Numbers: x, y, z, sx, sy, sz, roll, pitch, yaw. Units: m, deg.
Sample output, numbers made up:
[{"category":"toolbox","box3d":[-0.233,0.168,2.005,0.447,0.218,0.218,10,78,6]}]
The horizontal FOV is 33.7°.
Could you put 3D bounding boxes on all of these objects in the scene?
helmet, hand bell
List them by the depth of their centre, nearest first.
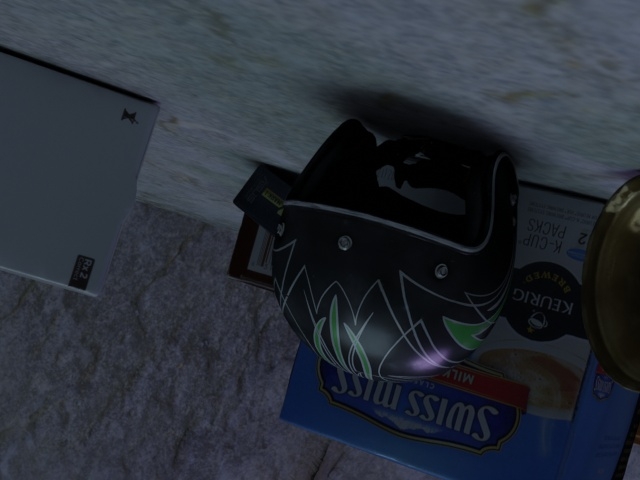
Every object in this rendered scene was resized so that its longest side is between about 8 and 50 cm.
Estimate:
[{"category":"hand bell","box3d":[0.295,0.033,0.637,0.242,0.126,0.126,5,-179,-19]},{"category":"helmet","box3d":[0.047,0.013,0.687,0.169,0.161,0.169,20,146,15]}]

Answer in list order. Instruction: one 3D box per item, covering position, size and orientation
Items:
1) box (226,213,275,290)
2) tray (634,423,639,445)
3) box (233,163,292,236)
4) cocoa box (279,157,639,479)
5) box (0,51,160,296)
[{"category":"box","box3d":[0.028,0.039,1.589,0.191,0.143,0.381,15,178,21]},{"category":"tray","box3d":[0.663,0.278,1.760,0.411,0.203,0.076,15,176,28]},{"category":"box","box3d":[0.000,0.000,1.253,0.183,0.059,0.232,36,180,6]},{"category":"cocoa box","box3d":[0.158,0.089,0.925,0.231,0.228,0.347,15,177,25]},{"category":"box","box3d":[-0.263,-0.062,0.951,0.182,0.181,0.119,18,176,-19]}]
